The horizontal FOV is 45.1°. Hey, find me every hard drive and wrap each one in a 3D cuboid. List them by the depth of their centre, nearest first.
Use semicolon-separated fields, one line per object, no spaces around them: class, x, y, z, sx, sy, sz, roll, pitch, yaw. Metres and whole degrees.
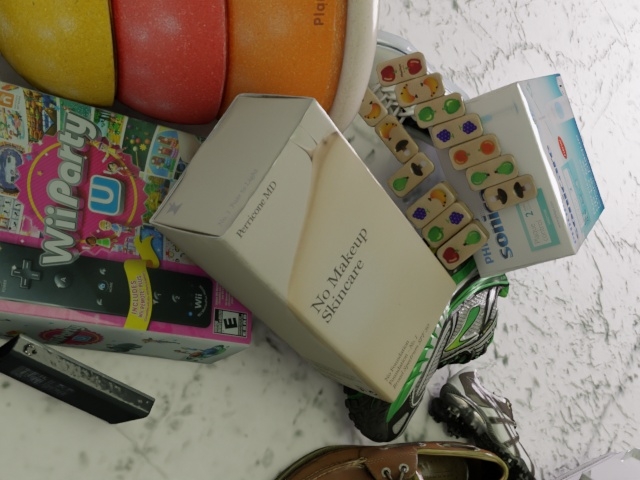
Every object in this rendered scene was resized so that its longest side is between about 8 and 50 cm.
hard drive;-0.231;0.132;0.713;0.135;0.094;0.022;33;59;-22

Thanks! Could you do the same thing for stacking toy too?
stacking toy;-0.208;-0.250;0.775;0.480;0.350;0.351;-7;78;-20

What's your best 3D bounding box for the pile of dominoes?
pile of dominoes;0.104;-0.087;0.903;0.251;0.196;0.040;51;18;5

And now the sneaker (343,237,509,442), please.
sneaker;0.153;0.117;0.962;0.146;0.134;0.343;48;53;-12

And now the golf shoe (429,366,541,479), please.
golf shoe;0.235;0.250;1.010;0.198;0.077;0.094;50;53;-12

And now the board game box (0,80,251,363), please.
board game box;-0.219;-0.009;0.771;0.303;0.097;0.224;12;66;-31

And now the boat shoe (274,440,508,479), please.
boat shoe;0.081;0.277;0.874;0.307;0.104;0.111;-5;77;-36

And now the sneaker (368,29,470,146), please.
sneaker;0.118;-0.206;1.073;0.258;0.094;0.091;23;56;-28

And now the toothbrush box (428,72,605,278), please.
toothbrush box;0.271;-0.098;1.029;0.295;0.126;0.216;-25;96;-60

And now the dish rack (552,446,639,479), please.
dish rack;0.440;0.349;0.956;0.333;0.285;0.072;8;102;-53

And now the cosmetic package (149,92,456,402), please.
cosmetic package;-0.001;0.016;0.770;0.309;0.113;0.160;47;66;-41
